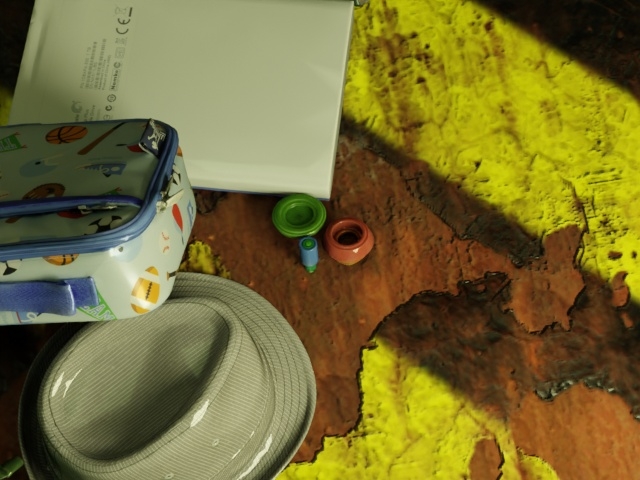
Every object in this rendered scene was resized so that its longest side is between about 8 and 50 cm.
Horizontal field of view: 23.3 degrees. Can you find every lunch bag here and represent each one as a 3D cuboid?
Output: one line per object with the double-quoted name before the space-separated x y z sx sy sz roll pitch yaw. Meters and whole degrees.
"lunch bag" -0.260 -0.014 1.380 0.303 0.115 0.243 -5 29 10

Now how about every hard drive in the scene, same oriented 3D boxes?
"hard drive" -0.137 -0.153 1.535 0.319 0.040 0.210 5 67 5

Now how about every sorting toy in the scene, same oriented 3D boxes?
"sorting toy" 0.000 0.000 1.467 0.102 0.042 0.061 24 57 20

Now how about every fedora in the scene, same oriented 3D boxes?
"fedora" -0.143 0.129 1.368 0.275 0.124 0.243 -30 69 -10

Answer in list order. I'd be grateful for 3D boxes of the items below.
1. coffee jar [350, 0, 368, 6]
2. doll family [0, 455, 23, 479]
"coffee jar" -0.011 -0.322 1.572 0.184 0.096 0.079 36 75 16
"doll family" -0.351 0.229 1.340 0.193 0.076 0.111 -37 44 -10
